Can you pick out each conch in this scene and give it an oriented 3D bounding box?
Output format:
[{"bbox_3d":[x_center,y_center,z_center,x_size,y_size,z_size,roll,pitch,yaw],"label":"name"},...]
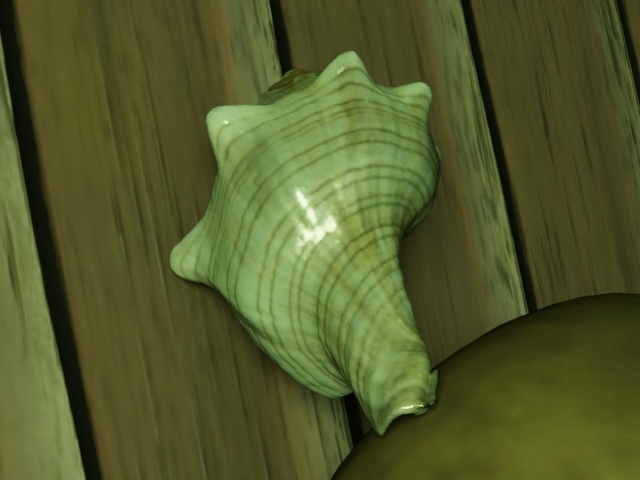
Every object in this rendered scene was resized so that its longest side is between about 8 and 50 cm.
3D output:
[{"bbox_3d":[-0.012,-0.005,0.704,0.114,0.137,0.234,22,50,-11],"label":"conch"}]

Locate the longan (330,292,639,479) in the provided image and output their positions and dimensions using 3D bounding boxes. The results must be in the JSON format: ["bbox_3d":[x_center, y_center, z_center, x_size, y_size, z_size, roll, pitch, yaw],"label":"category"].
[{"bbox_3d":[0.129,0.173,0.666,0.319,0.319,0.318,16,66,-42],"label":"longan"}]
